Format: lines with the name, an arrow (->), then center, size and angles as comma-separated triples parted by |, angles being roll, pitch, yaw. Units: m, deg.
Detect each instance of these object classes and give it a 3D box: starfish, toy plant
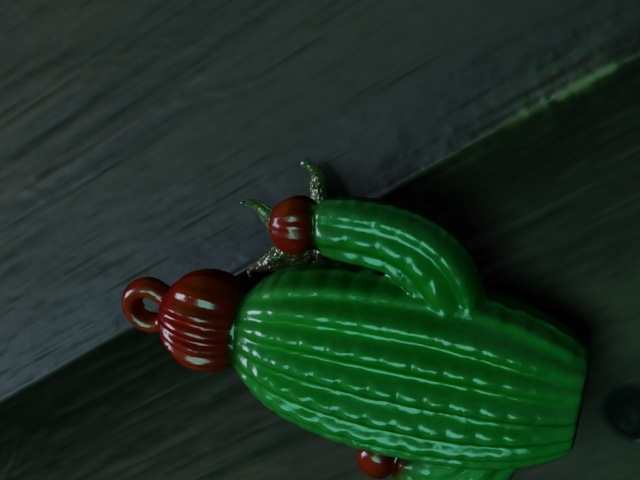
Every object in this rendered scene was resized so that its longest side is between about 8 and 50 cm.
starfish -> 0.000, 0.000, 0.971 | 0.086, 0.016, 0.092 | 5, 116, 11
toy plant -> 0.025, 0.049, 0.935 | 0.240, 0.088, 0.154 | 33, 124, -2
